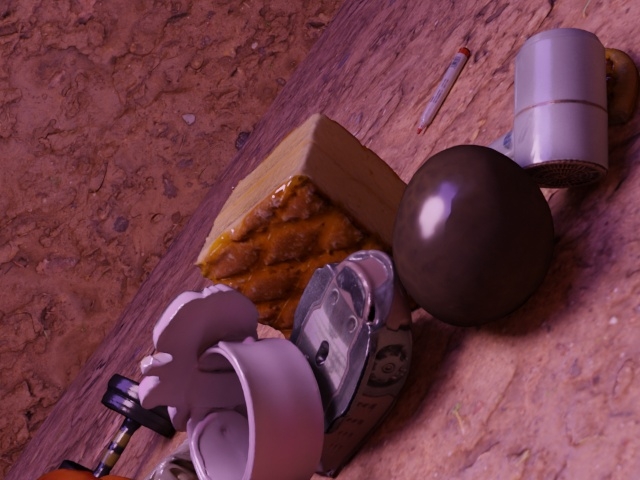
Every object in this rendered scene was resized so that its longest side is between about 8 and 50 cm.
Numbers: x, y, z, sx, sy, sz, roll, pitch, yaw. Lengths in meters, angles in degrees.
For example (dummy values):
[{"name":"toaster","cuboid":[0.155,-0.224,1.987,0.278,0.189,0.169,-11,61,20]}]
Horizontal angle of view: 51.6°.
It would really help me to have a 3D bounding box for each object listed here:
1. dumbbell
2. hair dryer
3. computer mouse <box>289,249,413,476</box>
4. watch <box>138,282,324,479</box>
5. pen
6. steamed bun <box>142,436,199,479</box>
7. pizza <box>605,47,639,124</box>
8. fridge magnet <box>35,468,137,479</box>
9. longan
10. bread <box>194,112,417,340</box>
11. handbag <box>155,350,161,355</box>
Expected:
[{"name":"dumbbell","cuboid":[-0.449,0.457,1.454,0.185,0.185,0.388,-16,41,61]},{"name":"hair dryer","cuboid":[0.254,-0.132,0.914,0.357,0.108,0.173,144,133,-71]},{"name":"computer mouse","cuboid":[0.032,0.186,0.897,0.389,0.115,0.199,-67,28,26]},{"name":"watch","cuboid":[-0.111,0.202,0.846,0.231,0.196,0.244,44,126,48]},{"name":"pen","cuboid":[0.248,-0.303,1.349,0.218,0.026,0.026,-60,20,-15]},{"name":"steamed bun","cuboid":[-0.233,0.434,1.056,0.211,0.144,0.218,-49,-7,7]},{"name":"pizza","cuboid":[0.355,-0.194,0.879,0.134,0.046,0.175,-45,21,24]},{"name":"fridge magnet","cuboid":[-0.255,0.449,0.833,0.364,0.363,0.155,-38,-8,38]},{"name":"longan","cuboid":[0.174,-0.002,0.763,0.198,0.198,0.212,-106,25,-66]},{"name":"bread","cuboid":[0.000,0.000,1.027,0.279,0.279,0.207,-40,23,37]},{"name":"handbag","cuboid":[-0.195,0.235,1.183,0.059,0.213,0.157,-48,20,17]}]
